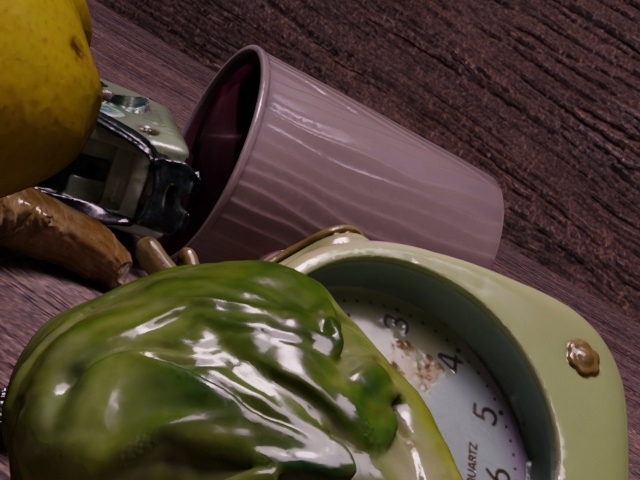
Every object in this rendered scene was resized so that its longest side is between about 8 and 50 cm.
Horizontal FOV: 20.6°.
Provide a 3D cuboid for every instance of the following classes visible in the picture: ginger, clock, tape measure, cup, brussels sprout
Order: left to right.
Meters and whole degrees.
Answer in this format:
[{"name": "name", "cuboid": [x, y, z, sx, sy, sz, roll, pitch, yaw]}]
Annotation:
[{"name": "ginger", "cuboid": [-0.225, -0.016, 1.265, 0.131, 0.086, 0.294, 11, -6, 31]}, {"name": "tape measure", "cuboid": [-0.218, -0.092, 1.523, 0.207, 0.115, 0.235, 18, 12, -16]}, {"name": "brussels sprout", "cuboid": [-0.038, 0.105, 0.787, 0.223, 0.161, 0.223, 17, 41, -16]}, {"name": "cup", "cuboid": [0.009, -0.017, 1.549, 0.273, 0.208, 0.288, 26, 8, -20]}, {"name": "clock", "cuboid": [0.024, 0.107, 0.959, 0.308, 0.096, 0.235, 23, 51, -19]}]

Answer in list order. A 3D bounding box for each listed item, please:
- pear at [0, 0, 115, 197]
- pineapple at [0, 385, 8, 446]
[{"name": "pear", "cuboid": [-0.306, -0.126, 1.064, 0.336, 0.285, 0.285, 41, 8, -7]}, {"name": "pineapple", "cuboid": [-0.199, 0.081, 0.929, 0.124, 0.058, 0.058, 39, 0, -43]}]
